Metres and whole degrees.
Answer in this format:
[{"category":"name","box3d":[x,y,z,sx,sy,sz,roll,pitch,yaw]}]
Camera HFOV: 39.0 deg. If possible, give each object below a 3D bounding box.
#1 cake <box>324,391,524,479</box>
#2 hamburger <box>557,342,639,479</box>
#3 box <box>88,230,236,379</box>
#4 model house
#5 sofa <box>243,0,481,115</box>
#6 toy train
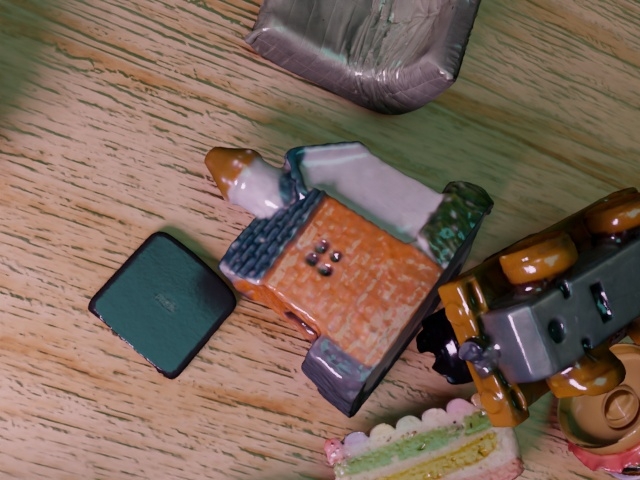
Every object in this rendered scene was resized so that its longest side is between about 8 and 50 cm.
[{"category":"cake","box3d":[0.121,0.242,0.999,0.225,0.090,0.109,-10,71,-29]},{"category":"hamburger","box3d":[0.382,0.216,1.089,0.137,0.175,0.175,37,71,-25]},{"category":"box","box3d":[-0.169,0.069,0.988,0.126,0.027,0.125,43,68,-7]},{"category":"model house","box3d":[0.000,0.000,1.000,0.301,0.190,0.271,36,75,6]},{"category":"sofa","box3d":[0.057,-0.280,1.043,0.225,0.176,0.210,25,74,-14]},{"category":"toy train","box3d":[0.264,0.061,1.007,0.369,0.232,0.163,-24,92,-35]}]
